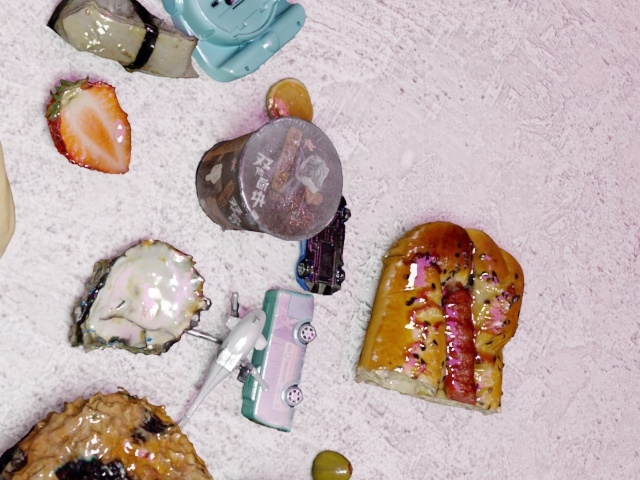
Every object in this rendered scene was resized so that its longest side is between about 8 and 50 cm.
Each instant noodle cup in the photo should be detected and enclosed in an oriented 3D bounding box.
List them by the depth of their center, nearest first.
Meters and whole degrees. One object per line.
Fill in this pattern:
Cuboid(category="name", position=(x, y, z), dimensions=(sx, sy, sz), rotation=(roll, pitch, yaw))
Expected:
Cuboid(category="instant noodle cup", position=(-0.103, -0.104, 1.791), dimensions=(0.217, 0.207, 0.218), rotation=(0, 90, -35))

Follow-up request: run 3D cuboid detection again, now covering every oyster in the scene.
Cuboid(category="oyster", position=(-0.312, 0.113, 1.719), dimensions=(0.259, 0.092, 0.198), rotation=(-40, 111, -38))

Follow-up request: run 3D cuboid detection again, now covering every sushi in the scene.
Cuboid(category="sushi", position=(-0.309, -0.333, 1.691), dimensions=(0.272, 0.109, 0.134), rotation=(32, 97, -28))

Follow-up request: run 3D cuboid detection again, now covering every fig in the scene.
Cuboid(category="fig", position=(0.027, 0.444, 1.937), dimensions=(0.074, 0.088, 0.074), rotation=(14, 73, -50))

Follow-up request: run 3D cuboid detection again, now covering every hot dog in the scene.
Cuboid(category="hot dog", position=(0.264, 0.145, 2.051), dimensions=(0.367, 0.196, 0.366), rotation=(20, 74, -35))

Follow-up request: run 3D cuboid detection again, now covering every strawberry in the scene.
Cuboid(category="strawberry", position=(-0.384, -0.189, 1.680), dimensions=(0.146, 0.082, 0.187), rotation=(-45, 119, -21))

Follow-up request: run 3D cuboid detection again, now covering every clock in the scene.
Cuboid(category="clock", position=(-0.172, -0.444, 1.821), dimensions=(0.223, 0.094, 0.274), rotation=(-48, 115, -27))

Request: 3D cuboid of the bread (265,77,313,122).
Cuboid(category="bread", position=(-0.058, -0.260, 1.935), dimensions=(0.110, 0.024, 0.110), rotation=(1, 89, -35))

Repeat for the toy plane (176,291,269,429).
Cuboid(category="toy plane", position=(-0.192, 0.232, 1.768), dimensions=(0.273, 0.107, 0.182), rotation=(-37, 91, -13))

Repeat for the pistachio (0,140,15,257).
Cuboid(category="pistachio", position=(-0.573, -0.099, 1.469), dimensions=(0.238, 0.229, 0.321), rotation=(-53, 131, -52))

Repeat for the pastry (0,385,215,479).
Cuboid(category="pastry", position=(-0.353, 0.411, 1.560), dimensions=(0.405, 0.292, 0.338), rotation=(-12, 85, -26))

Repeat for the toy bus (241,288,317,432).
Cuboid(category="toy bus", position=(-0.076, 0.223, 1.876), dimensions=(0.109, 0.091, 0.262), rotation=(15, 79, -22))

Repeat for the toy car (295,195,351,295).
Cuboid(category="toy car", position=(0.000, 0.000, 1.945), dimensions=(0.103, 0.063, 0.216), rotation=(12, 76, -34))
